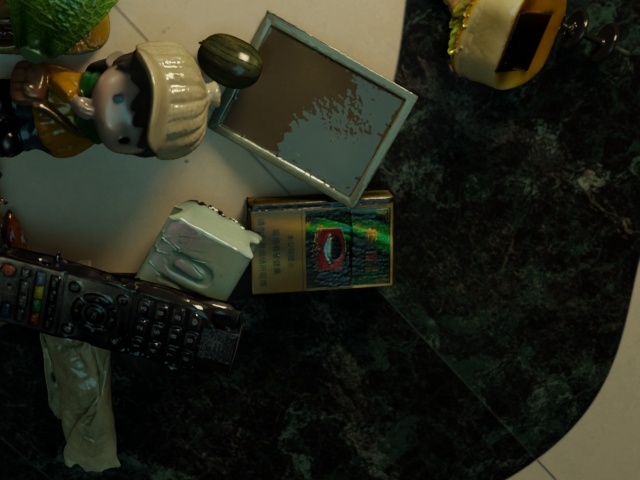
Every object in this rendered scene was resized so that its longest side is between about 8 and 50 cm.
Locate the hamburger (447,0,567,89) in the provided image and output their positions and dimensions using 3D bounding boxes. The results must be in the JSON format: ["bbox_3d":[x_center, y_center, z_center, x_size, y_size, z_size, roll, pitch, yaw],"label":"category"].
[{"bbox_3d":[0.282,-0.331,1.855,0.173,0.116,0.210,-11,133,-34],"label":"hamburger"}]

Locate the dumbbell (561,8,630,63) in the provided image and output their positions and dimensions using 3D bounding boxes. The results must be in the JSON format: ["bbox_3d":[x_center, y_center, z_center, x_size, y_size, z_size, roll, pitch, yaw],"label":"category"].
[{"bbox_3d":[0.425,-0.321,1.917,0.147,0.069,0.069,20,110,-17],"label":"dumbbell"}]

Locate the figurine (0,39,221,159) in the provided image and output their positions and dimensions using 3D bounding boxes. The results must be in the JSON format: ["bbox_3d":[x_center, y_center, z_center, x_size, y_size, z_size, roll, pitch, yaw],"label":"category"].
[{"bbox_3d":[-0.323,-0.209,1.833,0.332,0.204,0.185,3,118,22],"label":"figurine"}]

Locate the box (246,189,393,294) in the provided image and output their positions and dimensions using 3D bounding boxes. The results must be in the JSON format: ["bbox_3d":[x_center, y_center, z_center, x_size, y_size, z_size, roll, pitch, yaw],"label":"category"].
[{"bbox_3d":[0.000,0.000,2.000,0.240,0.071,0.159,-4,111,-5],"label":"box"}]

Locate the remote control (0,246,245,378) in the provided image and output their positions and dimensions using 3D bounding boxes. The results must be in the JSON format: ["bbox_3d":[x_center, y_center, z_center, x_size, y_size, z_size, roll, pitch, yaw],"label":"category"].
[{"bbox_3d":[-0.317,0.106,1.903,0.398,0.062,0.145,16,116,-1],"label":"remote control"}]

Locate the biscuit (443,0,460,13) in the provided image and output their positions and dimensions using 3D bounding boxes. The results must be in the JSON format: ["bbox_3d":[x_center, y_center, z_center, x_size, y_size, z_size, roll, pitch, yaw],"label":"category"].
[{"bbox_3d":[0.268,-0.468,1.852,0.249,0.030,0.160,-36,114,9],"label":"biscuit"}]

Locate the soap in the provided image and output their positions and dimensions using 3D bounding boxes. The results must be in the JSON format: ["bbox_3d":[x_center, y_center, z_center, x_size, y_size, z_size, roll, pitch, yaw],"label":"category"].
[{"bbox_3d":[-0.223,0.073,1.958,0.150,0.094,0.261,31,114,-2],"label":"soap"}]

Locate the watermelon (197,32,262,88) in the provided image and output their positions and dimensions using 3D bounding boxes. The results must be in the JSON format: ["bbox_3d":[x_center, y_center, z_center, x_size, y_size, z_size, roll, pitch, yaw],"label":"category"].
[{"bbox_3d":[-0.140,-0.273,1.851,0.110,0.078,0.078,28,111,17],"label":"watermelon"}]

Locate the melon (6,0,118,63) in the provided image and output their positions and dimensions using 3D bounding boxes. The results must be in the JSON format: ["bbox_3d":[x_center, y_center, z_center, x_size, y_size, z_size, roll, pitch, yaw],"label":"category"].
[{"bbox_3d":[-0.340,-0.401,1.708,0.196,0.124,0.324,24,88,-9],"label":"melon"}]

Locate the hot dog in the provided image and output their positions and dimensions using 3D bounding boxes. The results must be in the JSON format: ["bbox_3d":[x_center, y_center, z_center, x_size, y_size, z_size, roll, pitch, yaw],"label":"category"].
[{"bbox_3d":[-0.435,-0.316,1.802,0.242,0.073,0.084,0,119,-7],"label":"hot dog"}]

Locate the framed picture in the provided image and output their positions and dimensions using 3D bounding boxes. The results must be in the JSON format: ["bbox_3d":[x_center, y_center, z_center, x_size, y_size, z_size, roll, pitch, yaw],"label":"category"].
[{"bbox_3d":[-0.014,-0.202,1.905,0.274,0.017,0.217,31,107,-3],"label":"framed picture"}]

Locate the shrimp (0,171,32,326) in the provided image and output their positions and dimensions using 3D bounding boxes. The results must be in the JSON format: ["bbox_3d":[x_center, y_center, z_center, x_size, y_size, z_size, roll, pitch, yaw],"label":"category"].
[{"bbox_3d":[-0.512,0.012,1.931,0.152,0.063,0.287,16,111,-2],"label":"shrimp"}]

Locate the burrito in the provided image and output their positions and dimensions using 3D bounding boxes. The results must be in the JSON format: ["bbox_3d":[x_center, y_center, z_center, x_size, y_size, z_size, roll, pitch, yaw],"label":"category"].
[{"bbox_3d":[-0.408,0.214,2.035,0.117,0.076,0.392,-1,113,4],"label":"burrito"}]
